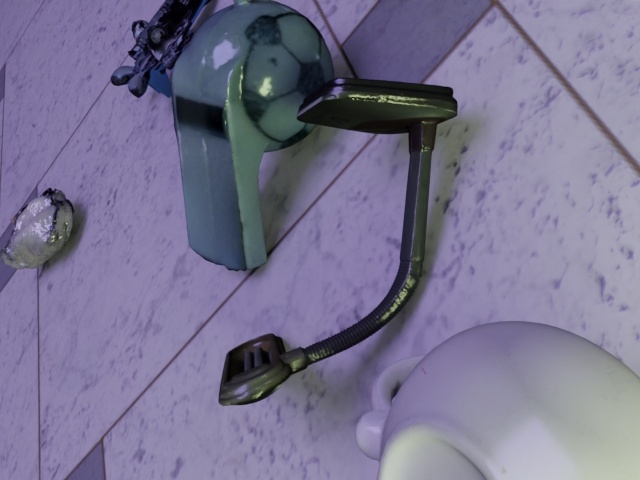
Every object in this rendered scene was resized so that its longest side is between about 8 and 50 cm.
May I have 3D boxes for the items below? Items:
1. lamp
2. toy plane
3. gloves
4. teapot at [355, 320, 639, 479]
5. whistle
[{"bbox_3d":[0.006,0.004,0.717,0.203,0.125,0.283,-177,106,-74],"label":"lamp"},{"bbox_3d":[-0.201,-0.308,1.171,0.169,0.078,0.246,34,98,55],"label":"toy plane"},{"bbox_3d":[-0.424,-0.019,1.298,0.153,0.070,0.114,-27,43,41],"label":"gloves"},{"bbox_3d":[0.114,0.137,0.449,0.298,0.139,0.204,40,135,51],"label":"teapot"},{"bbox_3d":[-0.061,-0.128,0.854,0.163,0.164,0.289,35,134,55],"label":"whistle"}]
